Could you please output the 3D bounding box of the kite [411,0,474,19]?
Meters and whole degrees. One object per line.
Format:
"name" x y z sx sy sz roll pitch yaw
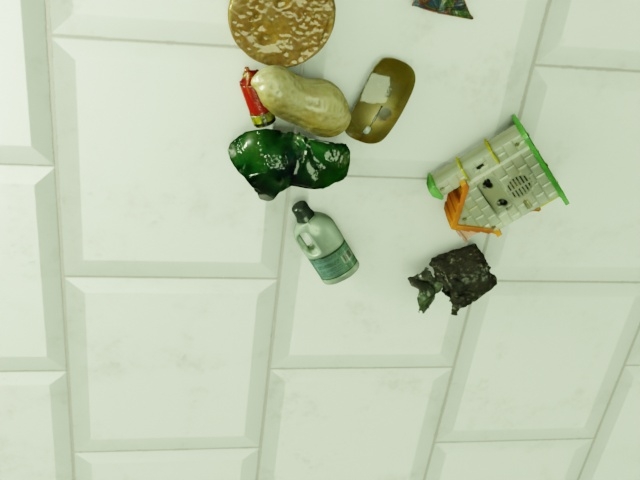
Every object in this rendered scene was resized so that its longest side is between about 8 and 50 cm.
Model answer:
"kite" 0.252 -0.512 1.684 0.159 0.010 0.190 -27 125 6

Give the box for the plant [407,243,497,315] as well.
"plant" 0.312 0.098 2.021 0.203 0.131 0.142 -28 126 11

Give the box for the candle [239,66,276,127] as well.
"candle" -0.134 -0.298 1.732 0.052 0.052 0.130 -18 122 2

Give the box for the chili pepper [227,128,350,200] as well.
"chili pepper" -0.067 -0.159 1.788 0.265 0.116 0.148 9 156 -8

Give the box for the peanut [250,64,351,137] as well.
"peanut" -0.035 -0.287 1.703 0.236 0.120 0.110 23 89 -36

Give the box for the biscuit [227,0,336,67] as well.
"biscuit" -0.081 -0.504 1.606 0.275 0.052 0.354 -10 126 0

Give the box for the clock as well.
"clock" 0.393 -0.122 1.914 0.255 0.106 0.220 -31 122 16

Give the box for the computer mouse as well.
"computer mouse" 0.125 -0.292 1.785 0.102 0.044 0.199 21 117 -19

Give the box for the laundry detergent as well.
"laundry detergent" 0.000 0.000 1.938 0.099 0.070 0.225 -24 125 14
